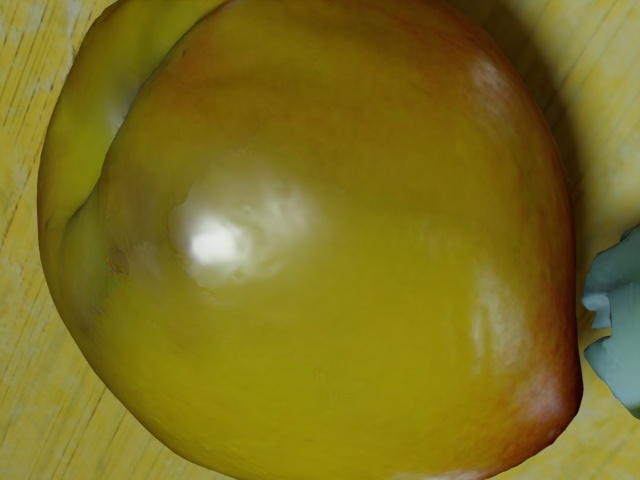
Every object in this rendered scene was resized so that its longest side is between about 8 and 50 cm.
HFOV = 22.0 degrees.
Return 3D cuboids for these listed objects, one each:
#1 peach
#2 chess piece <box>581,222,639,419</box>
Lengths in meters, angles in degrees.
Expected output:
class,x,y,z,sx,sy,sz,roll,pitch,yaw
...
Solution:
class,x,y,z,sx,sy,sz,roll,pitch,yaw
peach,-0.001,-0.001,0.913,0.308,0.289,0.289,29,139,-29
chess piece,0.268,0.005,0.791,0.195,0.194,0.299,56,140,-4
